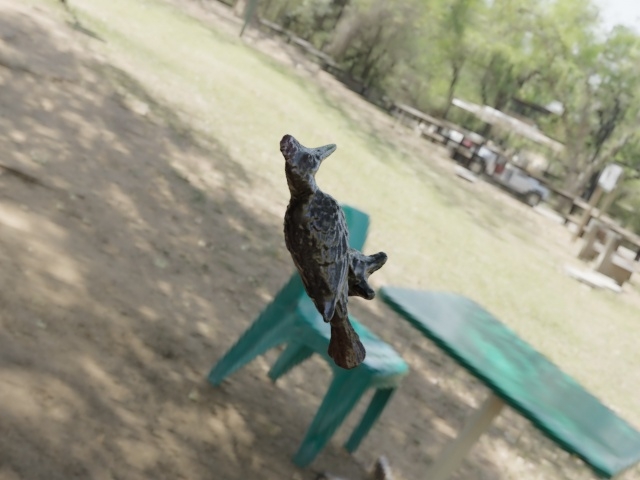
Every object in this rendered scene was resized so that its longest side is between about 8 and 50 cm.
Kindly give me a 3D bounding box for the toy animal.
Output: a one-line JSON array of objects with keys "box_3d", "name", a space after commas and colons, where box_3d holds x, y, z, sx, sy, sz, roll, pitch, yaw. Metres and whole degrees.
[{"box_3d": [0.003, -0.001, 0.851, 0.070, 0.202, 0.105, -7, 33, 16], "name": "toy animal"}]
